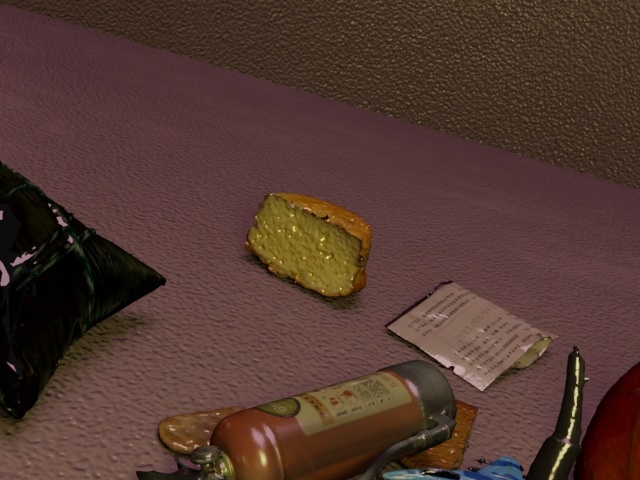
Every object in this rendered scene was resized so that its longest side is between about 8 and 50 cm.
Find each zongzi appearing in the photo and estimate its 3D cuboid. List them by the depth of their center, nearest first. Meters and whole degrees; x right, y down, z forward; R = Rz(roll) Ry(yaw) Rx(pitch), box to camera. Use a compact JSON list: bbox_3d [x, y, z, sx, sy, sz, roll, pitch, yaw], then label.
[{"bbox_3d":[-0.382,0.025,1.197,0.383,0.319,0.362,42,26,12],"label":"zongzi"}]

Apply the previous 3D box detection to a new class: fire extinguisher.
[{"bbox_3d":[0.003,0.225,1.031,0.376,0.113,0.200,-11,-6,-34],"label":"fire extinguisher"}]

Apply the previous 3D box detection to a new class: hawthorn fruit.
[{"bbox_3d":[0.464,0.244,1.122,0.265,0.307,0.265,8,28,-4],"label":"hawthorn fruit"}]

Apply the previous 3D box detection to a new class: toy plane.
[{"bbox_3d":[0.190,0.306,1.095,0.246,0.078,0.169,5,24,-8],"label":"toy plane"}]

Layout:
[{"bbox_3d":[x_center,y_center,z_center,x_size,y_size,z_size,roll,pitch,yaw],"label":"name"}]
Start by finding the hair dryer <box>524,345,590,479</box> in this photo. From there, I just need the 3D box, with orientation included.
[{"bbox_3d":[0.162,0.263,0.853,0.303,0.360,0.120,14,-6,20],"label":"hair dryer"}]

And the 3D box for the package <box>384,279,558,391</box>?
[{"bbox_3d":[0.256,0.146,1.537,0.204,0.062,0.251,28,29,31],"label":"package"}]

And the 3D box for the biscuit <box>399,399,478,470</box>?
[{"bbox_3d":[0.140,0.256,1.239,0.126,0.025,0.206,22,23,15],"label":"biscuit"}]

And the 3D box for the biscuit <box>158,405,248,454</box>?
[{"bbox_3d":[-0.129,0.231,1.127,0.147,0.018,0.071,-1,26,-37],"label":"biscuit"}]

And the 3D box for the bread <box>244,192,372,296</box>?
[{"bbox_3d":[0.000,0.000,1.593,0.229,0.143,0.139,29,26,24],"label":"bread"}]
